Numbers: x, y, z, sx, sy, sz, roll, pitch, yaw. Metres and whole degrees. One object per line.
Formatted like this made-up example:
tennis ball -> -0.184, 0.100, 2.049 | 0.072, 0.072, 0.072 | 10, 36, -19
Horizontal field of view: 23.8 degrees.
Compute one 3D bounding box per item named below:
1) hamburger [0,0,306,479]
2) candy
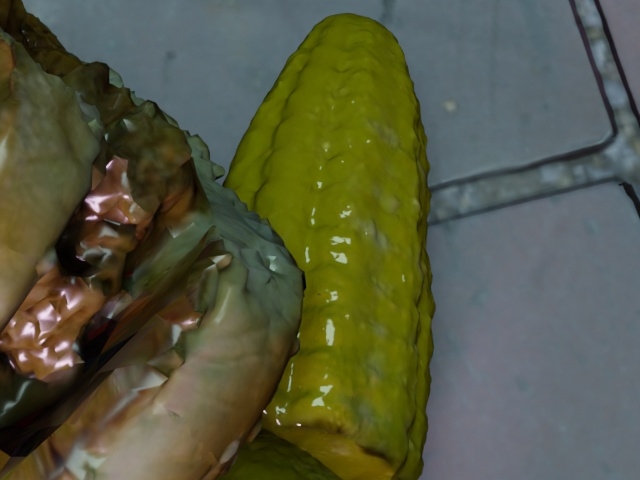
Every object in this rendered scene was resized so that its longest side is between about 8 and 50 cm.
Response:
hamburger -> -0.189, 0.008, 0.509 | 0.277, 0.195, 0.318 | -45, 51, -3
candy -> 0.000, 0.000, 0.597 | 0.094, 0.106, 0.199 | -2, 64, 20
